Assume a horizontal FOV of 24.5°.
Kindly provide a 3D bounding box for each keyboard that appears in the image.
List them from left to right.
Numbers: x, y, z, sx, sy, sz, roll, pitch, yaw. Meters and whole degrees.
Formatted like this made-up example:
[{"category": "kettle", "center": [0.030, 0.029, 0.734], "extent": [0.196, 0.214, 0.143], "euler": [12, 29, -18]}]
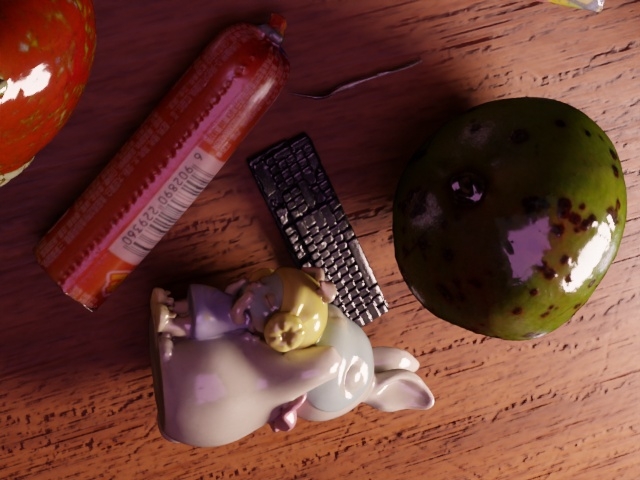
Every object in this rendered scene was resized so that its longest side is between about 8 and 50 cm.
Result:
[{"category": "keyboard", "center": [0.000, 0.000, 1.257], "extent": [0.060, 0.018, 0.195], "euler": [-29, 119, -5]}]

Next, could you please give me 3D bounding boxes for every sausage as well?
[{"category": "sausage", "center": [-0.116, -0.069, 1.159], "extent": [0.074, 0.074, 0.274], "euler": [36, 101, -27]}]

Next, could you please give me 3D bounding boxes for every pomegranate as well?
[{"category": "pomegranate", "center": [0.167, -0.015, 1.217], "extent": [0.202, 0.202, 0.248], "euler": [-52, 146, 11]}]

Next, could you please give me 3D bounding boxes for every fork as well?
[{"category": "fork", "center": [0.030, -0.130, 1.206], "extent": [0.115, 0.016, 0.012], "euler": [-16, 109, -11]}]

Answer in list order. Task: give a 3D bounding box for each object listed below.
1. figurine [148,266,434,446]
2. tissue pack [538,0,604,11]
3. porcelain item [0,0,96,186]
[{"category": "figurine", "center": [-0.021, 0.091, 1.228], "extent": [0.236, 0.127, 0.155], "euler": [-7, 114, -13]}, {"category": "tissue pack", "center": [0.167, -0.247, 1.165], "extent": [0.148, 0.060, 0.108], "euler": [7, 111, -20]}, {"category": "porcelain item", "center": [-0.269, -0.126, 0.998], "extent": [0.253, 0.253, 0.253], "euler": [-7, 116, -14]}]
